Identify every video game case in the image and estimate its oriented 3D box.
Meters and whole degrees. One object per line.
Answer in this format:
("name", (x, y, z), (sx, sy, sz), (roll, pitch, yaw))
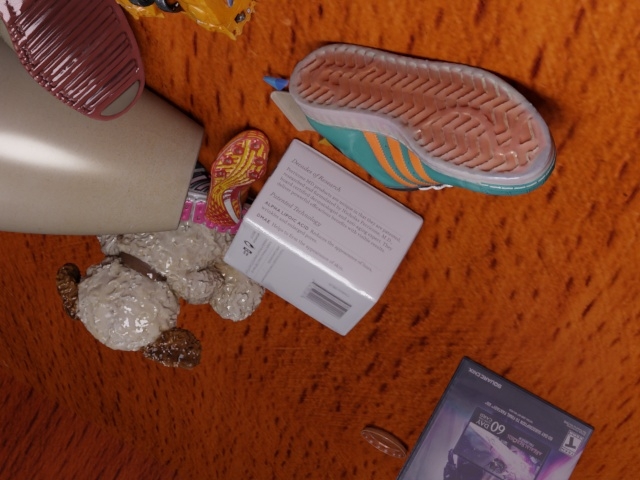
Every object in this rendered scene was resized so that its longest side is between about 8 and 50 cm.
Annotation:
("video game case", (0.208, 0.311, 2.114), (0.196, 0.274, 0.026), (29, 158, 7))

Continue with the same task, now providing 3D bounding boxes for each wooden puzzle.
("wooden puzzle", (-0.009, -0.138, 1.755), (0.078, 0.014, 0.116), (11, 152, 35))

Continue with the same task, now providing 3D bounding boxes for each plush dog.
("plush dog", (-0.226, 0.048, 2.188), (0.262, 0.225, 0.210), (27, 160, 11))

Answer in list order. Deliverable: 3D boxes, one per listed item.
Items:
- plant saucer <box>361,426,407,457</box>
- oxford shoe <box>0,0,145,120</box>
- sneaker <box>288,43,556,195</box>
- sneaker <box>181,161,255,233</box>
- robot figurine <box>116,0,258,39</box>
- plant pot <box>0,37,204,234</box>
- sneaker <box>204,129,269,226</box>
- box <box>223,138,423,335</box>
("plant saucer", (0.106, 0.330, 2.687), (0.083, 0.013, 0.083), (26, 159, 11))
("oxford shoe", (-0.315, -0.273, 1.763), (0.348, 0.123, 0.130), (53, 173, -35))
("sneaker", (0.109, -0.099, 1.554), (0.302, 0.108, 0.121), (25, 162, 39))
("sneaker", (-0.147, -0.061, 2.070), (0.170, 0.075, 0.063), (11, 144, -9))
("robot figurine", (-0.180, -0.304, 1.502), (0.211, 0.085, 0.291), (16, 156, 35))
("plant pot", (-0.284, -0.110, 1.932), (0.274, 0.256, 0.256), (15, 160, -4))
("sneaker", (-0.103, -0.086, 1.945), (0.064, 0.067, 0.175), (17, 146, -12))
("box", (0.000, 0.000, 1.908), (0.182, 0.119, 0.181), (32, 160, -1))
